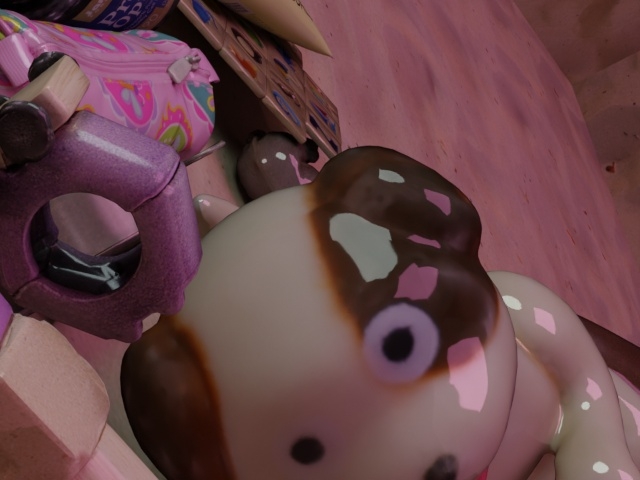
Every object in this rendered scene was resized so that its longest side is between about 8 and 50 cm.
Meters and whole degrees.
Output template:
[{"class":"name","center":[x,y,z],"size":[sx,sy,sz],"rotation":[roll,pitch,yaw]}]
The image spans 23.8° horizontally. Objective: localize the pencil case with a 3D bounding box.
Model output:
[{"class":"pencil case","center":[-0.168,-0.094,1.015],"size":[0.124,0.124,0.284],"rotation":[64,19,5]}]

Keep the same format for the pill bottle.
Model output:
[{"class":"pill bottle","center":[-0.191,-0.209,1.100],"size":[0.123,0.123,0.219],"rotation":[64,18,4]}]

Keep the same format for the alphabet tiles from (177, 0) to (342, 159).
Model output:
[{"class":"alphabet tiles","center":[-0.092,-0.221,1.455],"size":[0.342,0.011,0.285],"rotation":[48,14,-19]}]

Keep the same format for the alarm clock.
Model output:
[{"class":"alarm clock","center":[-0.135,-0.012,0.876],"size":[0.064,0.192,0.129],"rotation":[61,18,-1]}]

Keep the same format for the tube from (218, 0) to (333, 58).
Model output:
[{"class":"tube","center":[-0.053,-0.235,1.476],"size":[0.240,0.062,0.070],"rotation":[26,58,-71]}]

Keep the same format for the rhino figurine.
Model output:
[{"class":"rhino figurine","center":[0.000,0.000,1.402],"size":[0.243,0.073,0.106],"rotation":[59,13,-1]}]

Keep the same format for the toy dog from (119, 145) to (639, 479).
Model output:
[{"class":"toy dog","center":[0.040,0.082,0.975],"size":[0.395,0.284,0.408],"rotation":[59,3,15]}]

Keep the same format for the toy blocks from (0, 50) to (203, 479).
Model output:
[{"class":"toy blocks","center":[-0.132,0.151,0.517],"size":[0.260,0.288,0.309],"rotation":[50,19,-18]}]

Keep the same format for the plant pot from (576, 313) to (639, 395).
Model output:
[{"class":"plant pot","center":[0.203,0.144,1.598],"size":[0.230,0.215,0.215],"rotation":[36,29,-25]}]
